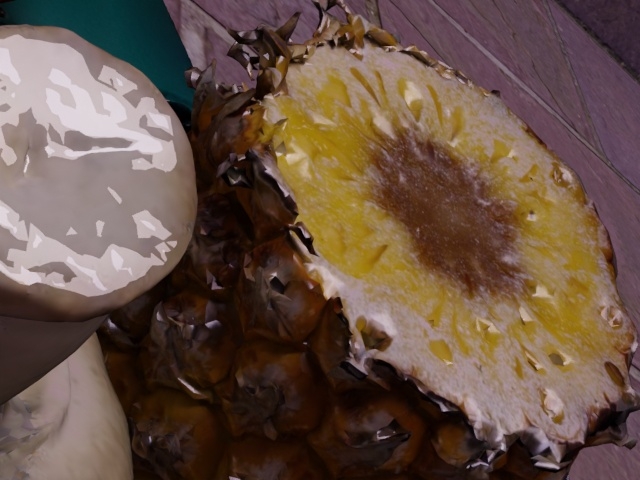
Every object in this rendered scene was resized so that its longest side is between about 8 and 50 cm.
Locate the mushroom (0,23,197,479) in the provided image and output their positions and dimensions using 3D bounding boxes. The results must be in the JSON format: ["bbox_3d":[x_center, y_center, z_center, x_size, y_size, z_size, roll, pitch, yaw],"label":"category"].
[{"bbox_3d":[-0.208,0.074,0.595,0.315,0.315,0.356,41,-10,-20],"label":"mushroom"}]

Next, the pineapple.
[{"bbox_3d":[-0.007,0.056,0.891,0.352,0.300,0.352,33,39,-31],"label":"pineapple"}]

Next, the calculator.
[{"bbox_3d":[-0.223,-0.205,1.233,0.274,0.058,0.248,18,37,-51],"label":"calculator"}]

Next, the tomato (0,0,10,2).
[{"bbox_3d":[-0.275,-0.317,0.978,0.321,0.321,0.321,40,25,-22],"label":"tomato"}]
